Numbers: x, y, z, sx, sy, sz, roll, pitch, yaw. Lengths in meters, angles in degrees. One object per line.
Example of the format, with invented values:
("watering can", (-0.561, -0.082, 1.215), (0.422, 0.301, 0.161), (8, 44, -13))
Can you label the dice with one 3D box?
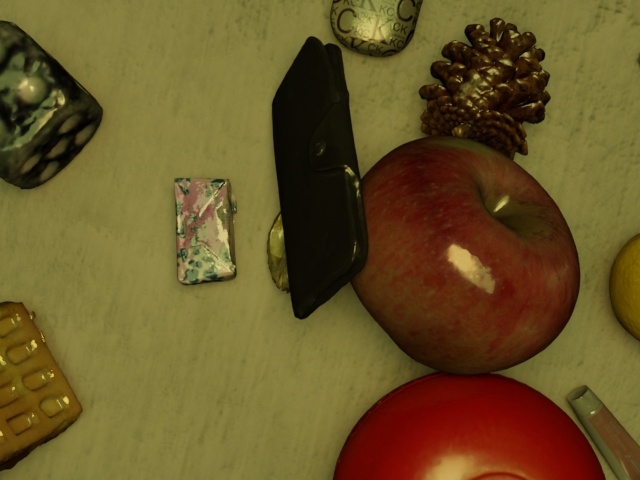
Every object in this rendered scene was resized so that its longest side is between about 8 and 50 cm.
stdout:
("dice", (-0.444, -0.195, 1.143), (0.182, 0.181, 0.183), (43, 86, 0))

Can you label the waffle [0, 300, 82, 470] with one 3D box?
("waffle", (-0.497, 0.227, 1.055), (0.098, 0.328, 0.224), (-29, 90, 30))

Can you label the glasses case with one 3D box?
("glasses case", (0.112, -0.461, 1.218), (0.137, 0.085, 0.354), (13, 86, 1))

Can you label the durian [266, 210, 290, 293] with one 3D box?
("durian", (0.000, 0.000, 1.169), (0.091, 0.148, 0.188), (17, 112, -38))

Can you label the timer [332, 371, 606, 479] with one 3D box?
("timer", (0.201, 0.366, 1.064), (0.378, 0.279, 0.377), (0, 84, -3))

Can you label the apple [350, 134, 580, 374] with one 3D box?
("apple", (0.176, 0.027, 1.068), (0.345, 0.345, 0.269), (39, 129, 2))

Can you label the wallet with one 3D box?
("wallet", (-0.008, -0.089, 1.078), (0.051, 0.197, 0.377), (7, 60, -26))

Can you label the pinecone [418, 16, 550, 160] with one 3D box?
("pinecone", (0.252, -0.229, 1.161), (0.186, 0.168, 0.212), (26, 86, 3))

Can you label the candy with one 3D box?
("candy", (-0.173, -0.014, 1.187), (0.092, 0.073, 0.160), (-3, 86, -3))

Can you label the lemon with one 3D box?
("lemon", (0.514, 0.075, 1.141), (0.178, 0.178, 0.203), (1, 98, -1))

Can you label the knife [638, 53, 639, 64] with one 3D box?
("knife", (0.585, -0.220, 1.235), (0.064, 0.031, 0.222), (-40, 84, 1))

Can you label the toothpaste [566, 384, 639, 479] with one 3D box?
("toothpaste", (0.448, 0.308, 1.191), (0.067, 0.043, 0.194), (-37, 93, -6))
